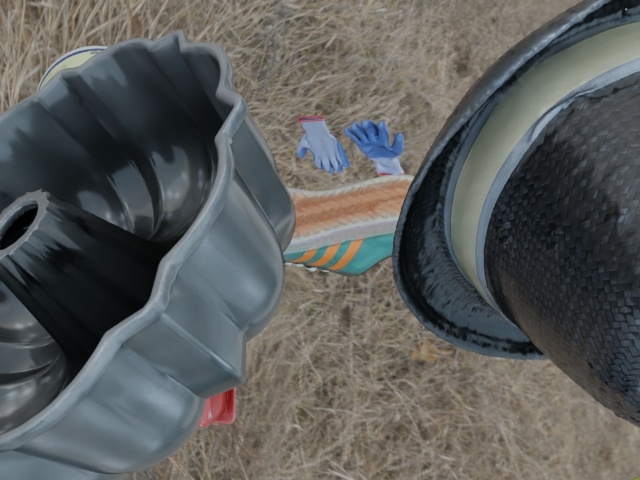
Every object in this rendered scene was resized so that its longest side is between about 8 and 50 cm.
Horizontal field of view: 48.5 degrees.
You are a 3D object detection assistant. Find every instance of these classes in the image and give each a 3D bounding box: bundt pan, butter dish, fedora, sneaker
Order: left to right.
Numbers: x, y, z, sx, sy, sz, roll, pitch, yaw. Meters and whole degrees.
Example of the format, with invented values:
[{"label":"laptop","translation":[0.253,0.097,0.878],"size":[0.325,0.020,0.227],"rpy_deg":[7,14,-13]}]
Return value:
[{"label":"bundt pan","translation":[-0.155,0.023,0.466],"size":[0.331,0.331,0.124],"rpy_deg":[-54,133,-13]},{"label":"butter dish","translation":[-0.238,0.268,1.245],"size":[0.160,0.118,0.160],"rpy_deg":[7,110,13]},{"label":"sneaker","translation":[0.000,0.000,0.919],"size":[0.302,0.108,0.121],"rpy_deg":[-7,137,-5]},{"label":"fedora","translation":[0.210,0.016,0.406],"size":[0.334,0.152,0.334],"rpy_deg":[-11,136,-11]}]

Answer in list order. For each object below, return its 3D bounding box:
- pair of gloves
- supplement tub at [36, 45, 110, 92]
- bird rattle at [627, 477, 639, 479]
[{"label":"pair of gloves","translation":[0.046,-0.152,1.176],"size":[0.159,0.198,0.023],"rpy_deg":[59,40,-56]},{"label":"supplement tub","translation":[-0.379,-0.191,1.281],"size":[0.235,0.325,0.235],"rpy_deg":[-13,128,-18]},{"label":"bird rattle","translation":[0.427,0.260,0.700],"size":[0.253,0.143,0.207],"rpy_deg":[-4,69,-39]}]
